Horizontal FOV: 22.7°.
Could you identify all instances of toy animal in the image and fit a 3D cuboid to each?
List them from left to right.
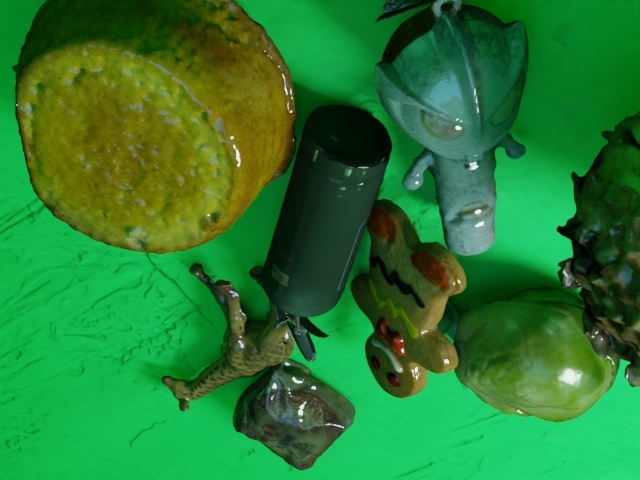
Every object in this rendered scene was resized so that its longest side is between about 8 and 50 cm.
[{"bbox_3d":[-0.108,0.126,1.927,0.149,0.054,0.275,20,135,3],"label":"toy animal"}]

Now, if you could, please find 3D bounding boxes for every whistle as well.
[{"bbox_3d":[0.137,-0.115,1.576,0.133,0.142,0.346,41,158,33],"label":"whistle"}]

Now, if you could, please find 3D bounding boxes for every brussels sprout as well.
[{"bbox_3d":[0.241,0.122,1.755,0.183,0.131,0.145,23,155,-8],"label":"brussels sprout"}]

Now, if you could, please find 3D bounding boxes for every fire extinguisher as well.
[{"bbox_3d":[0.000,0.000,1.737,0.114,0.095,0.311,48,141,25],"label":"fire extinguisher"}]

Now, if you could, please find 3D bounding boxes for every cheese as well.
[{"bbox_3d":[0.136,0.091,1.827,0.120,0.026,0.067,23,134,-14],"label":"cheese"}]

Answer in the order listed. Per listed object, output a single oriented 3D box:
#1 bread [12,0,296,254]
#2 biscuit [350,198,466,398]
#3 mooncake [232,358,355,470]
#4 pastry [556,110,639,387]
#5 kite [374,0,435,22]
[{"bbox_3d":[-0.172,-0.126,1.632,0.312,0.172,0.312,11,132,12],"label":"bread"},{"bbox_3d":[0.089,0.084,1.773,0.165,0.036,0.250,43,143,31],"label":"biscuit"},{"bbox_3d":[-0.033,0.217,1.971,0.130,0.073,0.125,31,132,-13],"label":"mooncake"},{"bbox_3d":[0.434,0.004,1.476,0.405,0.292,0.337,-15,135,16],"label":"pastry"},{"bbox_3d":[0.127,-0.273,1.468,0.183,0.014,0.241,16,138,-23],"label":"kite"}]
